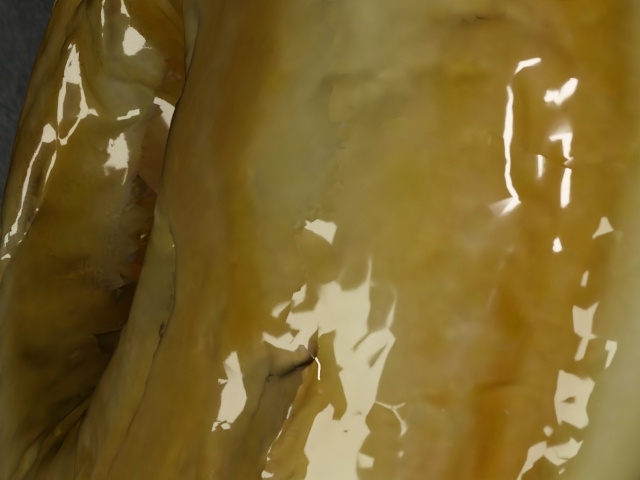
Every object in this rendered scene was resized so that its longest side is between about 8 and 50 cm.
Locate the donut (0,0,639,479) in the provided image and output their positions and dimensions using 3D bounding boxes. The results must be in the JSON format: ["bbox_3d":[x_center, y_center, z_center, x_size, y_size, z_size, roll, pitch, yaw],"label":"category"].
[{"bbox_3d":[0.000,0.000,0.583,0.449,0.198,0.449,-170,90,-66],"label":"donut"}]
